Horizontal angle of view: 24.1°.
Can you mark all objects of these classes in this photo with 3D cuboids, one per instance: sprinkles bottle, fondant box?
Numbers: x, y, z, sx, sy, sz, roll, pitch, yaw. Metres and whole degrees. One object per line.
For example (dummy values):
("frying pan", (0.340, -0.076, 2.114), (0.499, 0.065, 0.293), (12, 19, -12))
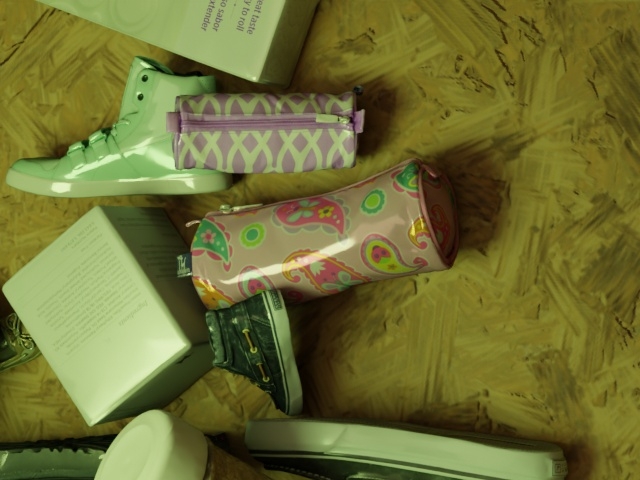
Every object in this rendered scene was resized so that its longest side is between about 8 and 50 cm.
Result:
("sprinkles bottle", (-0.051, 0.296, 1.460), (0.355, 0.121, 0.121), (36, 106, -27))
("fondant box", (-0.153, -0.330, 1.615), (0.330, 0.096, 0.238), (22, 98, 18))

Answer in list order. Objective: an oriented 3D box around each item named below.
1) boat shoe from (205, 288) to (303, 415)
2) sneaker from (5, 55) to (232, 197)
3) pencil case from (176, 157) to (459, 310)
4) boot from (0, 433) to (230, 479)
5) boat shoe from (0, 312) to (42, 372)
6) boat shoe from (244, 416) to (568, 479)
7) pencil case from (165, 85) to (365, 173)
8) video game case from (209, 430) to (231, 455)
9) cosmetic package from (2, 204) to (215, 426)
("boat shoe", (-0.069, 0.122, 1.548), (0.083, 0.183, 0.065), (-13, 46, -4))
("sneaker", (-0.224, -0.124, 1.641), (0.255, 0.094, 0.151), (-3, 95, 11))
("pencil case", (0.000, 0.000, 1.546), (0.284, 0.124, 0.124), (-13, 86, 22))
("boot", (-0.244, 0.434, 1.581), (0.367, 0.146, 0.445), (-6, 88, 24))
("boat shoe", (-0.365, 0.121, 1.721), (0.153, 0.048, 0.056), (-29, 81, 19))
("boat shoe", (0.078, 0.246, 1.517), (0.335, 0.121, 0.119), (6, 88, 18))
("pencil case", (-0.055, -0.112, 1.547), (0.206, 0.088, 0.086), (-3, 89, -5))
("video game case", (-0.173, 0.348, 1.654), (0.210, 0.042, 0.232), (-17, 85, 20))
("cosmetic package", (-0.207, 0.078, 1.607), (0.151, 0.151, 0.184), (-38, 77, 17))
